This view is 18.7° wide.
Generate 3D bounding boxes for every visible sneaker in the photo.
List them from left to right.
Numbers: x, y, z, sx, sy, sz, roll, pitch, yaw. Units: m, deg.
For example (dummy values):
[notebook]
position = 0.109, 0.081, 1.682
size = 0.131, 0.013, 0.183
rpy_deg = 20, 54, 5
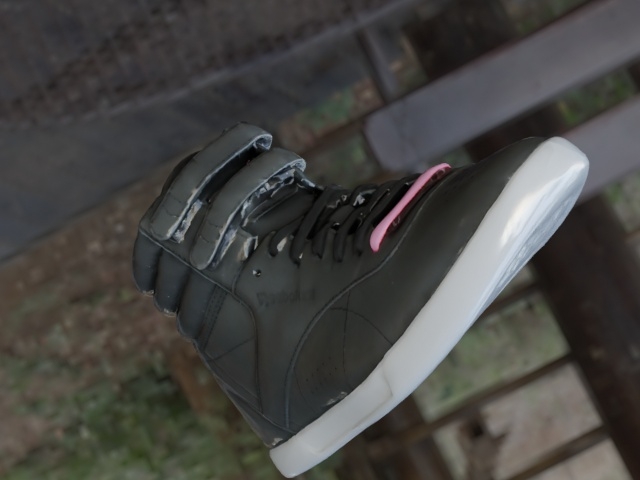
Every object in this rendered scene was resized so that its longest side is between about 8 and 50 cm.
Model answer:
[sneaker]
position = 0.000, 0.000, 0.858
size = 0.104, 0.147, 0.296
rpy_deg = -43, 178, -32
